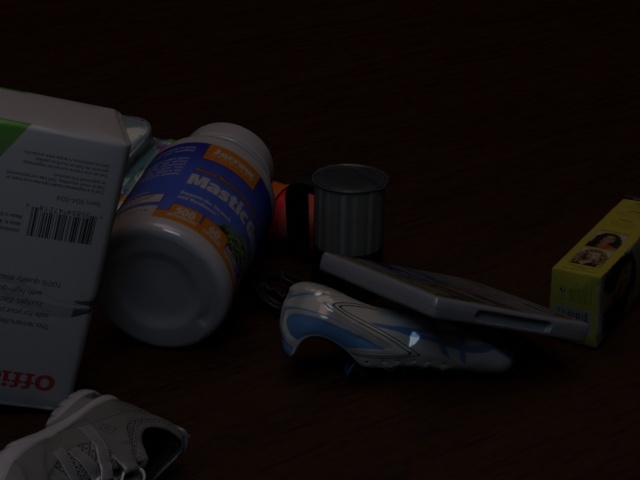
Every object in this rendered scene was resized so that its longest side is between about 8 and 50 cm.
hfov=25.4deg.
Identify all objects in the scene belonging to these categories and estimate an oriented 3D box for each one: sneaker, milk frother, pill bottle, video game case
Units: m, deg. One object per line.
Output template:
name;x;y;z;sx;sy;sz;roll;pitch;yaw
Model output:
sneaker;-0.186;0.199;1.129;0.115;0.105;0.281;6;24;11
milk frother;0.000;0.000;1.542;0.129;0.134;0.143;9;26;19
pill bottle;-0.134;-0.020;1.522;0.152;0.152;0.272;6;33;11
sneaker;0.074;0.104;1.408;0.237;0.086;0.085;13;-4;-3
video game case;0.131;0.057;1.439;0.193;0.023;0.212;11;6;-32

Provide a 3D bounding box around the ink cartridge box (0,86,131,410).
ink cartridge box;-0.304;0.003;1.312;0.198;0.272;0.115;10;19;-18

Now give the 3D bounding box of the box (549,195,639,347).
box;0.320;0.030;1.553;0.058;0.087;0.232;12;27;27

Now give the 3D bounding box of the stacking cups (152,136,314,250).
stacking cups;-0.116;-0.061;1.730;0.316;0.096;0.096;17;28;26

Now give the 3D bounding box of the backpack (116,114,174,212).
backpack;-0.271;-0.065;1.655;0.188;0.144;0.166;7;46;33
